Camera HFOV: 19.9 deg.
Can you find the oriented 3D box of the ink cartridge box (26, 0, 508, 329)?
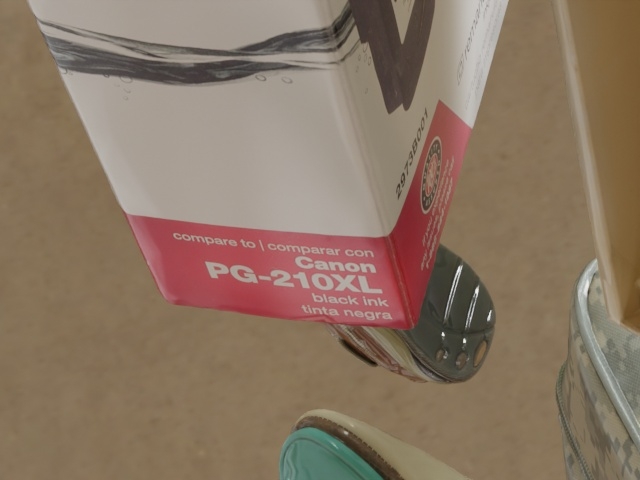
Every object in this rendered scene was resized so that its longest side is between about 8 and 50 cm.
[{"bbox_3d":[-0.012,-0.111,0.574,0.100,0.172,0.237,6,145,18],"label":"ink cartridge box"}]

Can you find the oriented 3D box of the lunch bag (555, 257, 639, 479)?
[{"bbox_3d":[0.269,0.117,0.849,0.256,0.305,0.212,88,164,-56],"label":"lunch bag"}]

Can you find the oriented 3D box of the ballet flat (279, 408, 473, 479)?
[{"bbox_3d":[0.075,0.158,0.678,0.248,0.086,0.086,55,127,28],"label":"ballet flat"}]

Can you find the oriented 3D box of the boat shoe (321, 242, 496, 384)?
[{"bbox_3d":[0.000,0.000,1.443,0.324,0.122,0.120,50,147,-20],"label":"boat shoe"}]

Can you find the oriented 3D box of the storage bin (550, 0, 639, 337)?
[{"bbox_3d":[0.174,-0.069,0.415,0.260,0.123,0.262,32,143,53],"label":"storage bin"}]
